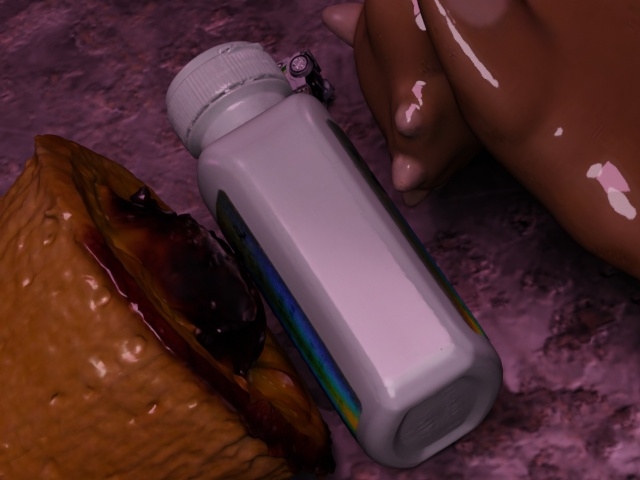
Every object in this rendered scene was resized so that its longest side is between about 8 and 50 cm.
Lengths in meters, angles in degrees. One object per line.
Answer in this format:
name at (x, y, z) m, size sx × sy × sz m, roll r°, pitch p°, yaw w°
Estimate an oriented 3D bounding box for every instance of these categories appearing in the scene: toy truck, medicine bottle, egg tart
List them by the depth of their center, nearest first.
egg tart at (-0.104, 0.063, 0.734) m, size 0.171 × 0.215 × 0.215 m, roll -40°, pitch 60°, yaw 7°
medicine bottle at (0.000, 0.000, 0.766) m, size 0.083 × 0.121 × 0.229 m, roll -33°, pitch 67°, yaw -5°
toy truck at (-0.013, -0.066, 0.869) m, size 0.044 × 0.039 × 0.083 m, roll -20°, pitch 60°, yaw 17°

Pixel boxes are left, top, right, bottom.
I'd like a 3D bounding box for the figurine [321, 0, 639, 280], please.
figurine at (0.118, -0.077, 0.783) m, size 0.247 × 0.173 × 0.177 m, roll 33°, pitch 74°, yaw -7°
